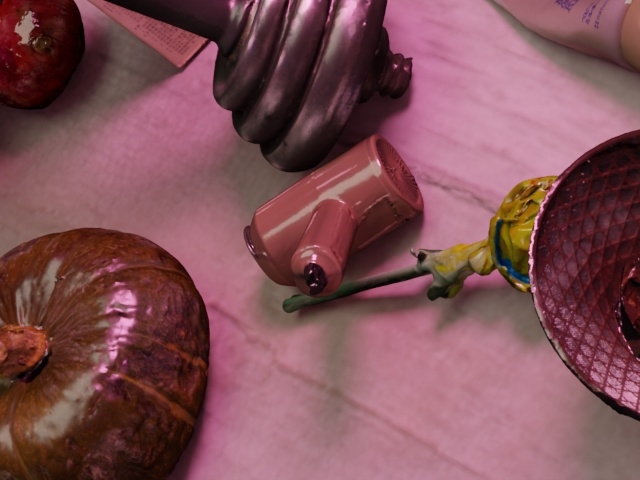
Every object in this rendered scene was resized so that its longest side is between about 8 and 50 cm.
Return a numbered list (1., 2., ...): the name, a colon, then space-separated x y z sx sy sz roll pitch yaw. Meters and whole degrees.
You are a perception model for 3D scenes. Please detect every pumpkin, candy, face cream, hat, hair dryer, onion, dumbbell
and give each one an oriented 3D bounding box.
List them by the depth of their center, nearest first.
1. hat: 0.210 0.034 1.138 0.193 0.082 0.193 2 67 -4
2. candy: 0.077 0.017 1.258 0.262 0.073 0.077 -16 87 38
3. hair dryer: 0.000 0.000 1.262 0.117 0.064 0.181 -32 11 16
4. face cream: 0.187 -0.169 1.272 0.114 0.070 0.224 -48 39 6
5. dumbbell: -0.126 -0.176 1.311 0.179 0.406 0.179 -161 90 -76
6. pumpkin: -0.187 0.096 1.345 0.219 0.162 0.219 -14 61 26
7. onion: -0.238 -0.158 1.554 0.107 0.097 0.107 -11 72 37

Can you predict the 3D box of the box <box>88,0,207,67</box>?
1. box: -0.103 -0.262 1.457 0.212 0.168 0.095 -45 49 9
